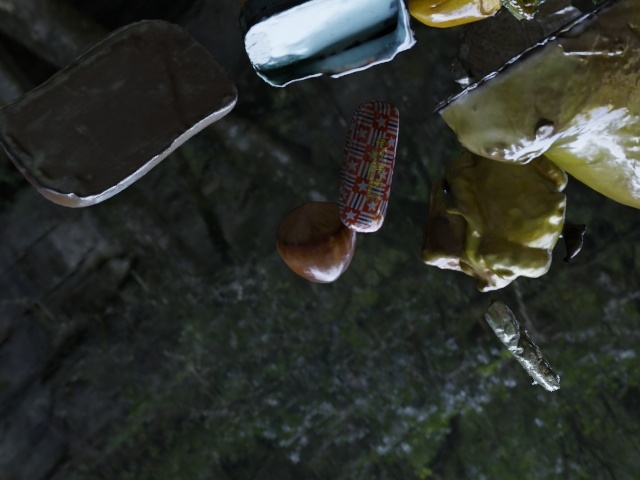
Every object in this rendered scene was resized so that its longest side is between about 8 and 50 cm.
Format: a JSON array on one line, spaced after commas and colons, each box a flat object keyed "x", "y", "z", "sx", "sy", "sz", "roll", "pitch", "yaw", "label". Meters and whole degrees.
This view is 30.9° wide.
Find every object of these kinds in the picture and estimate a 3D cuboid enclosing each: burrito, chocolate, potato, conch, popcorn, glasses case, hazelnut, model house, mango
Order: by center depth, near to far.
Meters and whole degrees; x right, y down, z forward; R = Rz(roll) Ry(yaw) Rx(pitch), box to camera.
[{"x": -0.229, "y": -0.132, "z": 1.299, "sx": 0.254, "sy": 0.157, "sz": 0.080, "roll": -38, "pitch": 166, "yaw": -23, "label": "chocolate"}, {"x": 0.379, "y": -0.147, "z": 1.432, "sx": 0.397, "sy": 0.296, "sz": 0.290, "roll": -34, "pitch": -178, "yaw": -42, "label": "potato"}, {"x": 0.070, "y": -0.106, "z": 1.687, "sx": 0.073, "sy": 0.194, "sz": 0.049, "roll": 1, "pitch": -164, "yaw": -23, "label": "glasses case"}, {"x": 0.309, "y": 0.161, "z": 1.776, "sx": 0.041, "sy": 0.185, "sz": 0.045, "roll": -1, "pitch": -133, "yaw": 52, "label": "burrito"}, {"x": -0.011, "y": -0.405, "z": 1.810, "sx": 0.253, "sy": 0.184, "sz": 0.291, "roll": -17, "pitch": -128, "yaw": 7, "label": "model house"}, {"x": 0.243, "y": -0.439, "z": 1.859, "sx": 0.252, "sy": 0.154, "sz": 0.126, "roll": -38, "pitch": -138, "yaw": -3, "label": "mango"}, {"x": 0.315, "y": -0.045, "z": 2.147, "sx": 0.316, "sy": 0.281, "sz": 0.297, "roll": -40, "pitch": -142, "yaw": 27, "label": "popcorn"}, {"x": 0.388, "y": -0.350, "z": 2.208, "sx": 0.297, "sy": 0.352, "sz": 0.210, "roll": 28, "pitch": -97, "yaw": 17, "label": "conch"}, {"x": 0.000, "y": 0.000, "z": 2.420, "sx": 0.182, "sy": 0.182, "sz": 0.182, "roll": -26, "pitch": -150, "yaw": 16, "label": "hazelnut"}]

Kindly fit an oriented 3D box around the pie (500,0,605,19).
[{"x": 0.368, "y": -0.431, "z": 1.603, "sx": 0.302, "sy": 0.302, "sz": 0.067, "roll": -25, "pitch": -139, "yaw": 18, "label": "pie"}]
